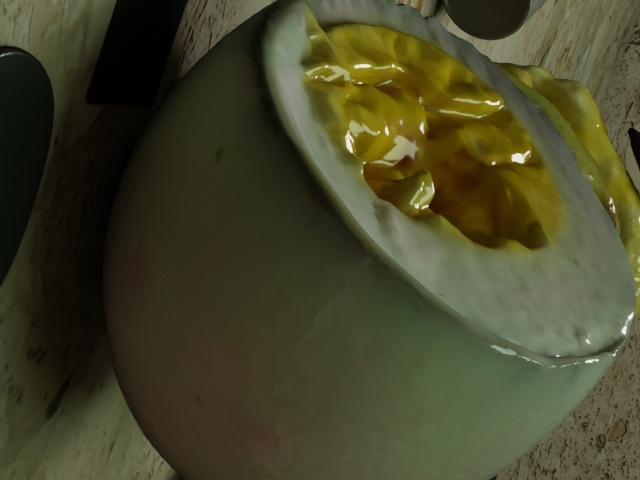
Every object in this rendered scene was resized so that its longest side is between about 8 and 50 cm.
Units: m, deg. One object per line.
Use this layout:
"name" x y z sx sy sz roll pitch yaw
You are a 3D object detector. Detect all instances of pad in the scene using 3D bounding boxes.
"pad" -0.105 -0.181 1.128 0.193 0.004 0.116 -70 165 8

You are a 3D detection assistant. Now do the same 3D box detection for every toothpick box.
"toothpick box" 0.218 -0.308 1.908 0.181 0.111 0.111 -48 155 -52

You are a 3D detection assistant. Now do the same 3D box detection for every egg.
"egg" -0.005 0.049 1.203 0.340 0.354 0.354 -46 179 31

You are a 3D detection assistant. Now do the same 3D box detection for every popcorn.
"popcorn" 0.231 -0.030 1.901 0.349 0.381 0.349 10 90 -86

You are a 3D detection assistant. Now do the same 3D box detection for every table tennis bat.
"table tennis bat" -0.216 0.019 0.976 0.154 0.021 0.274 6 103 -75

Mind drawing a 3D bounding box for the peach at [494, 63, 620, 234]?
"peach" 0.095 -0.001 1.484 0.281 0.315 0.314 -58 161 -34

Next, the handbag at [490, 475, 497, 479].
"handbag" 0.147 0.185 2.304 0.178 0.275 0.302 -2 -120 56
